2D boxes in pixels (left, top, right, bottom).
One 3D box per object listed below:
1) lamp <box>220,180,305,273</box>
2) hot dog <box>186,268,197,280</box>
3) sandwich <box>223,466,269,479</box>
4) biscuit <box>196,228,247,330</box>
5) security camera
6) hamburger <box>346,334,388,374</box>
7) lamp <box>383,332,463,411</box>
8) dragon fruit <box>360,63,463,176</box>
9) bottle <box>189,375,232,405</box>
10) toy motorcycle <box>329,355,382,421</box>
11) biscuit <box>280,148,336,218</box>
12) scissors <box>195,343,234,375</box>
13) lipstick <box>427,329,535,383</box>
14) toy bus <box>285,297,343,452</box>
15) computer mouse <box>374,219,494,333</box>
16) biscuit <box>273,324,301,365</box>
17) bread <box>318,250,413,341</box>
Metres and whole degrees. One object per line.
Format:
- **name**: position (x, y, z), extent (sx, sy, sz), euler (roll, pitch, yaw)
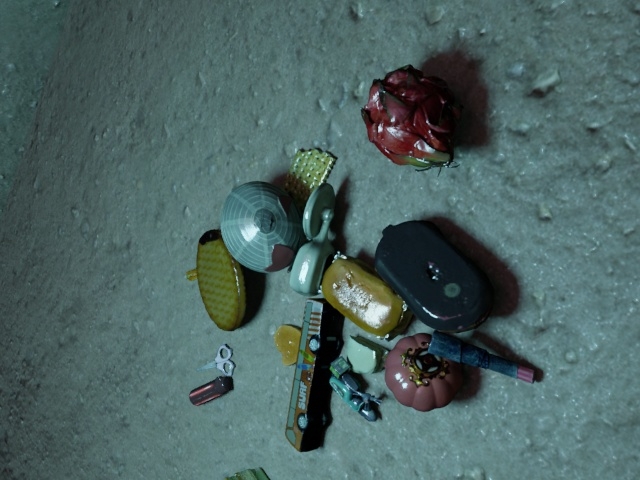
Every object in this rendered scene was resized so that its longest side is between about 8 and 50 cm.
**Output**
- **lamp**: position (-0.158, -0.034, 1.687), extent (0.233, 0.233, 0.265), euler (-9, 87, 38)
- **hot dog**: position (-0.411, 0.111, 2.021), extent (0.083, 0.021, 0.037), euler (-13, 100, 35)
- **sandwich**: position (-0.196, 0.751, 1.729), extent (0.227, 0.155, 0.198), euler (-21, 75, 36)
- **biscuit**: position (-0.301, 0.121, 1.859), extent (0.318, 0.040, 0.318), euler (23, 118, 54)
- **security camera**: position (0.000, 0.000, 1.614), extent (0.080, 0.157, 0.302), euler (16, 98, 24)
- **hamburger**: position (0.111, 0.301, 1.572), extent (0.121, 0.054, 0.084), euler (23, 106, 40)
- **lamp**: position (0.236, 0.304, 1.408), extent (0.182, 0.140, 0.182), euler (-2, 57, 3)
- **dragon fruit**: position (0.212, -0.262, 1.398), extent (0.234, 0.233, 0.293), euler (-45, 47, 28)
- **bottle**: position (-0.343, 0.470, 1.925), extent (0.164, 0.060, 0.060), euler (-30, 70, 33)
- **toy motorcycle**: position (0.088, 0.387, 1.566), extent (0.173, 0.058, 0.100), euler (47, 150, 24)
- **biscuit**: position (-0.046, -0.174, 1.741), extent (0.144, 0.016, 0.203), euler (38, 112, 33)
- **scissors**: position (-0.340, 0.395, 1.954), extent (0.189, 0.015, 0.100), euler (-24, 75, 37)
- **lipstick**: position (0.350, 0.260, 1.327), extent (0.234, 0.053, 0.053), euler (20, 102, 10)
- **toy bus**: position (-0.014, 0.357, 1.645), extent (0.092, 0.093, 0.409), euler (14, 96, 46)
- **computer mouse**: position (0.257, 0.084, 1.403), extent (0.183, 0.116, 0.323), euler (-37, 55, -5)
- **biscuit**: position (-0.079, 0.302, 1.741), extent (0.140, 0.023, 0.118), euler (29, 106, 35)
- **bread**: position (0.114, 0.140, 1.535), extent (0.241, 0.107, 0.136), euler (34, 107, 30)
